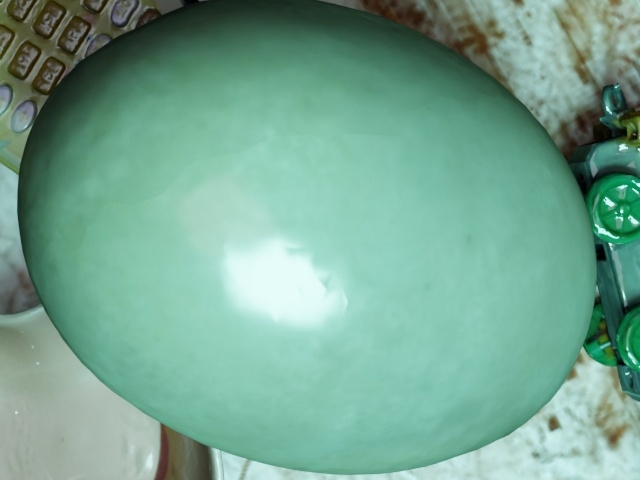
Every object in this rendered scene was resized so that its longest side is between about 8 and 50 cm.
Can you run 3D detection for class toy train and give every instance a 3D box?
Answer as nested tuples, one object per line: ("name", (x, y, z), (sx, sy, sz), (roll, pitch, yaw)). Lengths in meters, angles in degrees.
("toy train", (0.224, 0.011, 1.038), (0.136, 0.091, 0.227), (-12, 91, -8))

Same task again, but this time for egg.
("egg", (0.000, 0.000, 0.940), (0.352, 0.258, 0.258), (12, 94, -39))

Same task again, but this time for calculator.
("calculator", (-0.143, -0.105, 1.075), (0.236, 0.033, 0.157), (33, 94, 3))

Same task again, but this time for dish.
("dish", (-0.161, 0.133, 1.056), (0.213, 0.090, 0.213), (0, 90, 2))
